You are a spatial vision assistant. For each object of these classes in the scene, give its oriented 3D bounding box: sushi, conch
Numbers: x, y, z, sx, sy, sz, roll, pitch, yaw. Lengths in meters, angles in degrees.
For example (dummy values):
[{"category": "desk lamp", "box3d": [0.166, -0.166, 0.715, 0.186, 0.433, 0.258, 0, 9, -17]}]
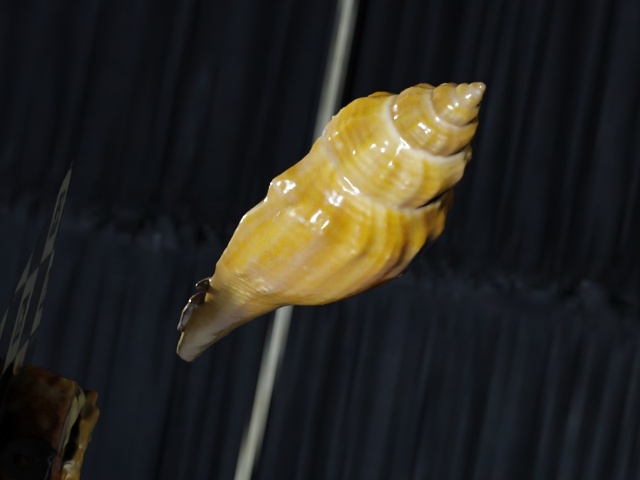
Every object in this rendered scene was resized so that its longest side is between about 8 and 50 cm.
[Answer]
[{"category": "sushi", "box3d": [-0.155, 0.134, 0.976, 0.050, 0.264, 0.290, 15, 33, -2]}, {"category": "conch", "box3d": [0.004, 0.004, 1.153, 0.093, 0.330, 0.109, 44, 41, 5]}]
